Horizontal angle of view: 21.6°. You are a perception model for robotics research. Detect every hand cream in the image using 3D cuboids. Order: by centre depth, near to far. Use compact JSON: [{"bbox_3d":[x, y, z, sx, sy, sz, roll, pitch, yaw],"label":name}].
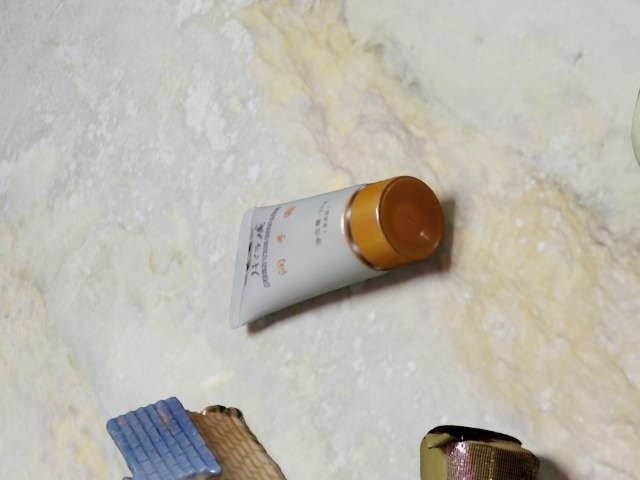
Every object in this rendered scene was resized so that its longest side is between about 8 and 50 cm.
[{"bbox_3d":[0.000,0.000,1.739,0.314,0.089,0.140,-22,57,52],"label":"hand cream"}]

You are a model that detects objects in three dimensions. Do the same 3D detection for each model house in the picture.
[{"bbox_3d":[-0.165,0.269,1.748,0.183,0.172,0.166,-60,41,15],"label":"model house"}]

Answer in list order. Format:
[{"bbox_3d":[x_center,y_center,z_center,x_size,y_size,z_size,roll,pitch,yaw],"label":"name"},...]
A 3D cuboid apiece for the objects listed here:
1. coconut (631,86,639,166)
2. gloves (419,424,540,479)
[{"bbox_3d":[0.341,-0.110,1.282,0.224,0.224,0.224,-22,60,43],"label":"coconut"},{"bbox_3d":[0.113,0.323,1.427,0.154,0.141,0.331,2,65,24],"label":"gloves"}]
